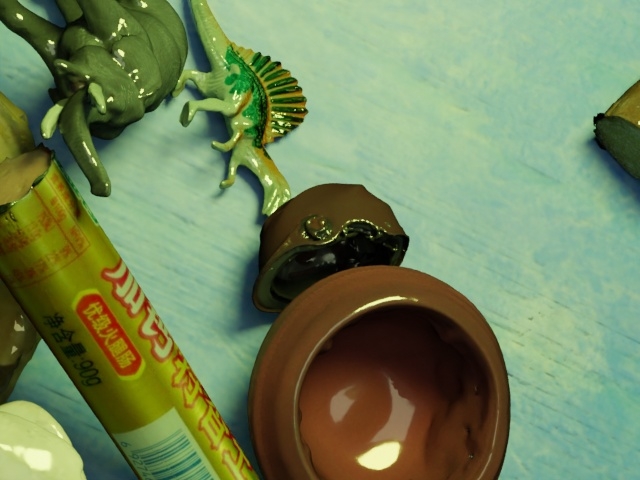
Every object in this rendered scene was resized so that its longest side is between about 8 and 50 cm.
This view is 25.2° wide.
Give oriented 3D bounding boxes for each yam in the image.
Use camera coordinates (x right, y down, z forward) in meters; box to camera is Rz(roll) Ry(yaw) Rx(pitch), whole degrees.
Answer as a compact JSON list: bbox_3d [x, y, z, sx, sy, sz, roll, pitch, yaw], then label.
[{"bbox_3d":[0.282,-0.109,1.128,0.084,0.084,0.127,45,77,-3],"label":"yam"}]

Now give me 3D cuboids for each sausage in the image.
[{"bbox_3d":[-0.111,0.111,0.945,0.082,0.082,0.371,-37,114,-16],"label":"sausage"}]

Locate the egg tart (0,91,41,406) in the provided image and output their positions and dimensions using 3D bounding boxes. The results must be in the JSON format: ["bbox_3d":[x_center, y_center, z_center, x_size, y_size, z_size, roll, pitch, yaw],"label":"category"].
[{"bbox_3d":[-0.337,0.007,0.929,0.352,0.150,0.352,2,80,-10],"label":"egg tart"}]

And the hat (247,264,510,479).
[{"bbox_3d":[0.041,0.119,1.028,0.205,0.089,0.205,0,90,-16],"label":"hat"}]

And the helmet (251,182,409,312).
[{"bbox_3d":[0.000,0.000,1.040,0.123,0.098,0.070,-11,56,-15],"label":"helmet"}]

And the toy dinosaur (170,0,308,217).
[{"bbox_3d":[-0.057,-0.112,1.070,0.106,0.044,0.187,12,66,-25],"label":"toy dinosaur"}]

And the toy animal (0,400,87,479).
[{"bbox_3d":[-0.200,0.251,0.891,0.265,0.206,0.272,47,62,-36],"label":"toy animal"}]

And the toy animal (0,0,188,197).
[{"bbox_3d":[-0.156,-0.130,0.952,0.082,0.269,0.137,-33,108,16],"label":"toy animal"}]
